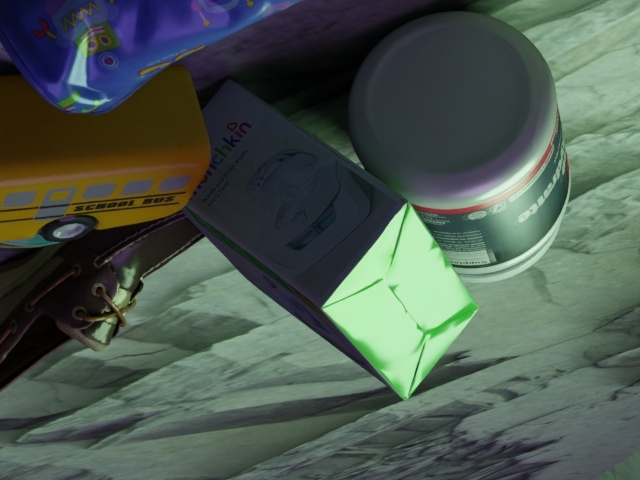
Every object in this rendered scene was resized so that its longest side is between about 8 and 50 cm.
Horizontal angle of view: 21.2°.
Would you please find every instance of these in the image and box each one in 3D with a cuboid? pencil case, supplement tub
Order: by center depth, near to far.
[{"bbox_3d":[-0.092,-0.199,1.260,0.306,0.133,0.119,-26,-170,12],"label":"pencil case"},{"bbox_3d":[0.139,-0.081,1.636,0.191,0.191,0.272,-23,157,4],"label":"supplement tub"}]

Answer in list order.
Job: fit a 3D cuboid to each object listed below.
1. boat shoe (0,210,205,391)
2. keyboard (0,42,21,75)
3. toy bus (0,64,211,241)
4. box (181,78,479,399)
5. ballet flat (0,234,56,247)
[{"bbox_3d":[-0.232,0.056,1.704,0.342,0.123,0.123,-28,157,14],"label":"boat shoe"},{"bbox_3d":[-0.291,-0.160,1.326,0.072,0.014,0.256,-21,157,13],"label":"keyboard"},{"bbox_3d":[-0.269,-0.065,1.402,0.332,0.108,0.130,-7,158,-26],"label":"toy bus"},{"bbox_3d":[0.000,0.000,1.592,0.127,0.231,0.262,-51,151,-7],"label":"box"},{"bbox_3d":[-0.314,-0.037,1.512,0.232,0.073,0.080,0,109,-38],"label":"ballet flat"}]
